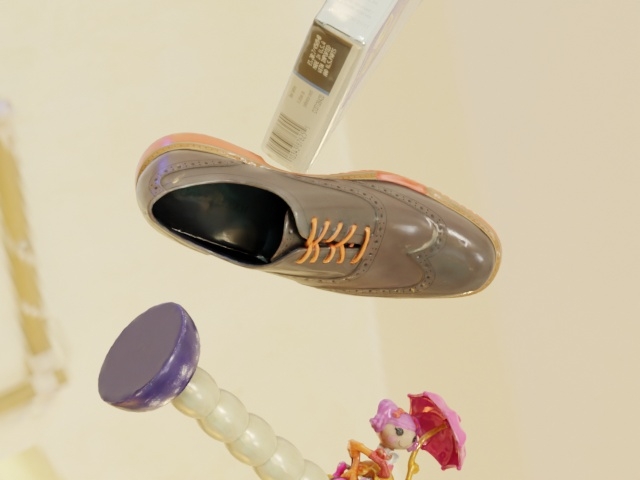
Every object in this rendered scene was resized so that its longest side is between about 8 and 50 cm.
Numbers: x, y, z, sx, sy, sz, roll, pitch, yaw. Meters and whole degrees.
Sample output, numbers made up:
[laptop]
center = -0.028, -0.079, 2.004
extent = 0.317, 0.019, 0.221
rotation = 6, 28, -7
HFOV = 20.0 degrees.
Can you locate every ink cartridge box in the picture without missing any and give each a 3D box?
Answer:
[ink cartridge box]
center = 0.063, -0.248, 1.797
extent = 0.072, 0.307, 0.303
rotation = 30, -24, 2

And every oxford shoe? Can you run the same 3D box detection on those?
[oxford shoe]
center = 0.000, 0.000, 1.277
extent = 0.098, 0.271, 0.097
rotation = -101, -157, -71

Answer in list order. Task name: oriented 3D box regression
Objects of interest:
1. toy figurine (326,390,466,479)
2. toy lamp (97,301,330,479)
[toy figurine]
center = 0.065, 0.209, 1.660
extent = 0.173, 0.159, 0.130
rotation = 32, -16, -32
[toy lamp]
center = -0.013, 0.145, 1.095
extent = 0.274, 0.080, 0.080
rotation = 41, -20, -29
